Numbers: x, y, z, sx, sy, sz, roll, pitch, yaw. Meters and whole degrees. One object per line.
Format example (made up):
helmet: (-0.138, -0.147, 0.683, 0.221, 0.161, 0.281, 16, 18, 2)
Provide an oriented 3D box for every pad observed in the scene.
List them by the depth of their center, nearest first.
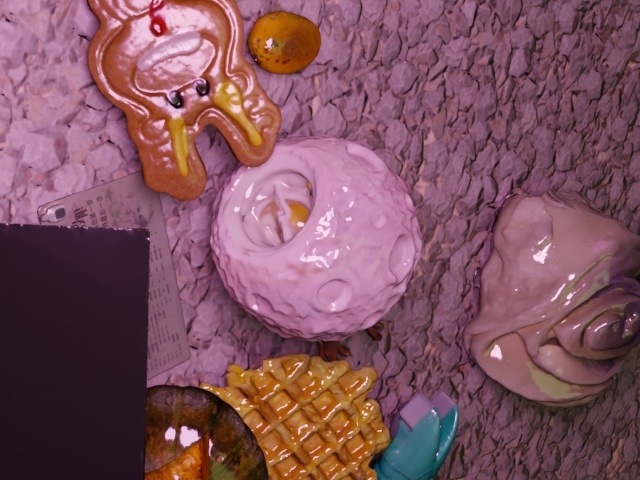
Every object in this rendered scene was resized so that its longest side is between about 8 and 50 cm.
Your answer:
pad: (-0.311, 0.161, 1.169, 0.247, 0.007, 0.368, 2, 102, -6)
pad: (-0.238, 0.058, 1.298, 0.159, 0.009, 0.265, -25, 118, -36)

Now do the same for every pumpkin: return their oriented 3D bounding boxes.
pumpkin: (-0.177, 0.287, 1.295, 0.237, 0.159, 0.238, -1, 108, -4)

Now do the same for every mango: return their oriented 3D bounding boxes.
mango: (-0.042, -0.248, 1.359, 0.114, 0.057, 0.079, -22, 112, -46)

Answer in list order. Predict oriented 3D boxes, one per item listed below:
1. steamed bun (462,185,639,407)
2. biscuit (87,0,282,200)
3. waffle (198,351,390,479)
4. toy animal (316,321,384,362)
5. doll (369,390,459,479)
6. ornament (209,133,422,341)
steamed bun: (0.411, 0.106, 1.744, 0.346, 0.237, 0.394, -39, 125, -27)
biscuit: (-0.164, -0.196, 1.211, 0.186, 0.044, 0.295, -30, 108, -6)
waffle: (-0.047, 0.294, 1.455, 0.307, 0.060, 0.312, -6, 106, -22)
toy animal: (0.046, 0.041, 1.514, 0.224, 0.066, 0.230, -39, 120, -28)
doll: (0.090, 0.314, 1.595, 0.258, 0.153, 0.195, -46, 149, -2)
ornament: (0.000, 0.000, 1.327, 0.225, 0.259, 0.259, 38, 76, -51)
